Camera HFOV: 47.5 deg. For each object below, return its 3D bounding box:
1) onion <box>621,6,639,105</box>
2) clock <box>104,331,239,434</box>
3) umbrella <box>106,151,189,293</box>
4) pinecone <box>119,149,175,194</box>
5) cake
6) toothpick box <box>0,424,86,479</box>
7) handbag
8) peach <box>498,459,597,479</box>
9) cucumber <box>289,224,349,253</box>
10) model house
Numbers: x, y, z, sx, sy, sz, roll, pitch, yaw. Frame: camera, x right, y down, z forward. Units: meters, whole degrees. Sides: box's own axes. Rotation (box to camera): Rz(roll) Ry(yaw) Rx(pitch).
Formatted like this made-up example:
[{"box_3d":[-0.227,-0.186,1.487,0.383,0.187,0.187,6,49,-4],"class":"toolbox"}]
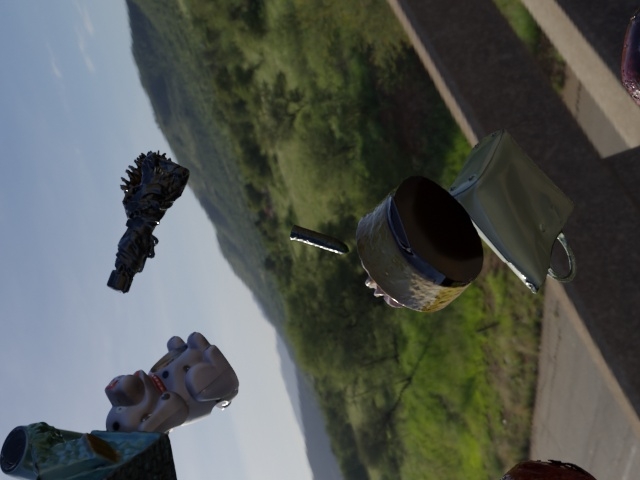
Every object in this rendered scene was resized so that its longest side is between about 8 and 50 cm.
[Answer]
[{"box_3d":[0.681,-0.347,1.346,0.219,0.252,0.252,-43,-63,-66],"class":"onion"},{"box_3d":[-0.305,0.309,1.389,0.188,0.254,0.189,29,136,32],"class":"clock"},{"box_3d":[-0.279,-0.026,1.135,0.071,0.080,0.224,174,118,-80],"class":"umbrella"},{"box_3d":[-0.293,-0.099,1.240,0.102,0.102,0.109,-118,40,-63],"class":"pinecone"},{"box_3d":[0.131,0.020,1.137,0.207,0.178,0.185,35,-136,-24],"class":"cake"},{"box_3d":[-0.546,0.439,1.472,0.184,0.120,0.120,33,-154,-45],"class":"toothpick box"},{"box_3d":[0.390,-0.043,1.352,0.315,0.241,0.109,42,145,-10],"class":"handbag"},{"box_3d":[0.341,0.449,1.088,0.231,0.230,0.231,161,90,-86],"class":"peach"},{"box_3d":[0.000,0.000,1.567,0.032,0.133,0.032,18,-90,-87],"class":"cucumber"},{"box_3d":[-0.347,0.420,1.228,0.226,0.241,0.261,-146,48,-59],"class":"model house"}]
